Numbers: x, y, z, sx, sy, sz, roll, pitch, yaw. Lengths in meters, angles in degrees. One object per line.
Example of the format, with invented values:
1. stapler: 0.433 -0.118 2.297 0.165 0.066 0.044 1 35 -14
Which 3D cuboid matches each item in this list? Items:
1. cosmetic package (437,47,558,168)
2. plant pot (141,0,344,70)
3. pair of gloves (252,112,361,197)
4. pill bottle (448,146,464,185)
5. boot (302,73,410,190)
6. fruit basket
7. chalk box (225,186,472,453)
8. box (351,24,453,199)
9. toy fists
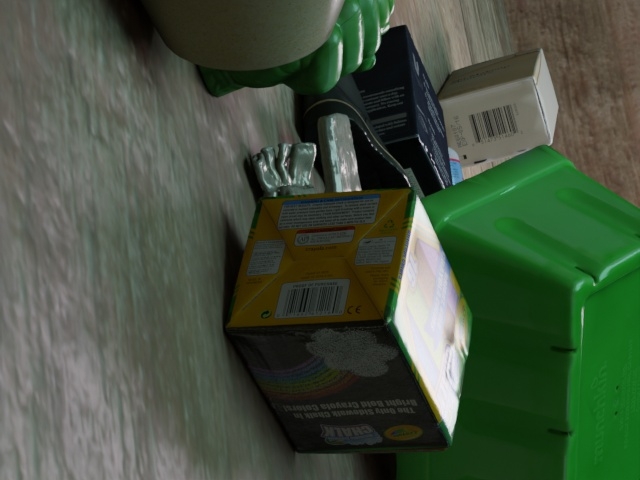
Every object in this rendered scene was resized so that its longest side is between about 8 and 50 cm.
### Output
1. cosmetic package: 0.275 -0.206 2.756 0.309 0.160 0.113 -62 136 -74
2. plant pot: -0.059 -0.263 1.213 0.256 0.256 0.274 -87 177 -53
3. pair of gloves: 0.000 0.000 1.569 0.240 0.042 0.204 -41 122 -70
4. pill bottle: 0.126 -0.056 2.087 0.087 0.087 0.160 33 45 -73
5. boot: 0.034 -0.111 1.782 0.198 0.077 0.137 63 12 -49
6. fruit basket: 0.145 0.095 1.710 0.283 0.392 0.392 -24 102 -43
7. chalk box: 0.034 0.077 1.371 0.213 0.132 0.132 63 31 -46
8. box: 0.077 -0.117 1.921 0.156 0.093 0.158 60 21 -51
9. toy fists: -0.011 -0.186 1.487 0.279 0.142 0.096 -68 142 -69
